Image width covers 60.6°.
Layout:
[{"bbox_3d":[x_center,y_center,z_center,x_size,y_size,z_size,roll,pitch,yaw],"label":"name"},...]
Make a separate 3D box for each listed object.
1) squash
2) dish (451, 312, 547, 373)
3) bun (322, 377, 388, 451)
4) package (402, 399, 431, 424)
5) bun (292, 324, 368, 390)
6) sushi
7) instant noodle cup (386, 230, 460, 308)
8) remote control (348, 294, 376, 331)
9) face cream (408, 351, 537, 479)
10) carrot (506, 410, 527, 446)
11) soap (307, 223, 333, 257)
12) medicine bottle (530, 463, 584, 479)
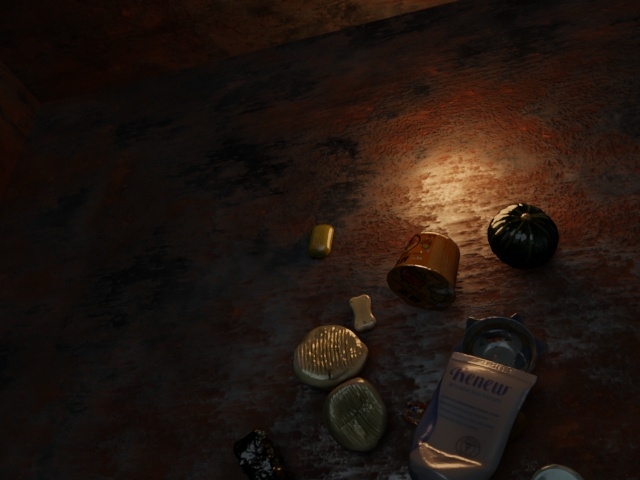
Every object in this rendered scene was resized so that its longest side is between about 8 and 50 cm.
[{"bbox_3d":[0.622,-0.013,1.686,0.218,0.172,0.218,-12,47,13],"label":"squash"},{"bbox_3d":[0.511,0.314,1.556,0.237,0.086,0.227,14,62,27],"label":"dish"},{"bbox_3d":[0.104,0.496,1.552,0.178,0.128,0.193,-37,73,-6],"label":"bun"},{"bbox_3d":[0.290,0.487,1.549,0.111,0.033,0.077,4,49,16],"label":"package"},{"bbox_3d":[0.027,0.364,1.672,0.237,0.116,0.209,-8,44,-13],"label":"bun"},{"bbox_3d":[-0.152,0.642,1.544,0.115,0.147,0.212,-30,70,-10],"label":"sushi"},{"bbox_3d":[0.334,0.086,1.708,0.216,0.215,0.172,10,52,25],"label":"instant noodle cup"},{"bbox_3d":[0.136,0.236,1.774,0.074,0.032,0.122,-16,54,8],"label":"remote control"},{"bbox_3d":[0.359,0.474,1.373,0.235,0.137,0.420,10,48,38],"label":"face cream"},{"bbox_3d":[0.399,0.533,1.435,0.302,0.114,0.114,-37,53,-3],"label":"carrot"},{"bbox_3d":[0.000,-0.001,1.975,0.089,0.045,0.140,-3,56,21],"label":"soap"},{"bbox_3d":[0.557,0.610,1.287,0.135,0.168,0.135,-9,55,12],"label":"medicine bottle"}]
